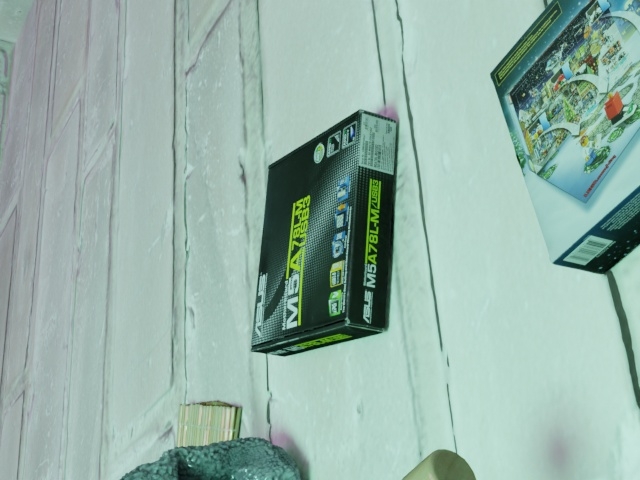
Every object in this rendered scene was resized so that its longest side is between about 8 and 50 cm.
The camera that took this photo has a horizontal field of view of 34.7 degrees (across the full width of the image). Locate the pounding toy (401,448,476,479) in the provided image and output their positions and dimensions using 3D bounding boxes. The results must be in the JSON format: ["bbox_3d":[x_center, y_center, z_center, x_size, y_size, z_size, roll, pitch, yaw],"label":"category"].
[{"bbox_3d":[0.067,0.223,0.539,0.094,0.181,0.206,-52,36,42],"label":"pounding toy"}]

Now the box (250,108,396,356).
[{"bbox_3d":[0.000,0.000,0.920,0.184,0.045,0.191,-20,61,57],"label":"box"}]

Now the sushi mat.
[{"bbox_3d":[-0.137,0.328,1.083,0.151,0.019,0.317,-18,63,61],"label":"sushi mat"}]

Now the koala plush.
[{"bbox_3d":[-0.091,0.298,0.840,0.221,0.203,0.196,41,117,47],"label":"koala plush"}]

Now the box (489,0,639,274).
[{"bbox_3d":[0.196,-0.111,0.578,0.233,0.044,0.159,-50,38,43],"label":"box"}]
